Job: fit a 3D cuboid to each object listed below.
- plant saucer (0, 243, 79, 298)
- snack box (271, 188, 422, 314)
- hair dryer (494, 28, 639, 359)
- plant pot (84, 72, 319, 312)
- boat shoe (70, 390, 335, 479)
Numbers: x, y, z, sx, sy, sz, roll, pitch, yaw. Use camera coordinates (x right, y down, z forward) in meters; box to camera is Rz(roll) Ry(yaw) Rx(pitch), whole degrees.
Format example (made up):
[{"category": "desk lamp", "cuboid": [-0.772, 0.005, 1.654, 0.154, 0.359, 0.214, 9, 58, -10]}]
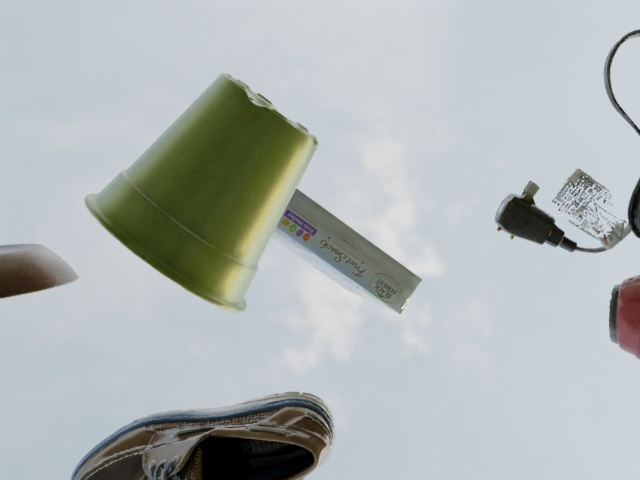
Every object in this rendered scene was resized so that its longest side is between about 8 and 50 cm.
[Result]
[{"category": "plant saucer", "cuboid": [-0.310, 0.029, 1.037, 0.198, 0.198, 0.036, -9, -85, -22]}, {"category": "snack box", "cuboid": [0.000, 0.000, 0.950, 0.141, 0.100, 0.037, 35, -95, -24]}, {"category": "hair dryer", "cuboid": [0.295, 0.000, 0.941, 0.293, 0.224, 0.080, 39, -148, 4]}, {"category": "plant pot", "cuboid": [-0.043, -0.026, 0.511, 0.083, 0.083, 0.079, 36, -83, 1]}, {"category": "boat shoe", "cuboid": [-0.081, 0.144, 0.775, 0.183, 0.066, 0.066, -20, -79, 7]}]
